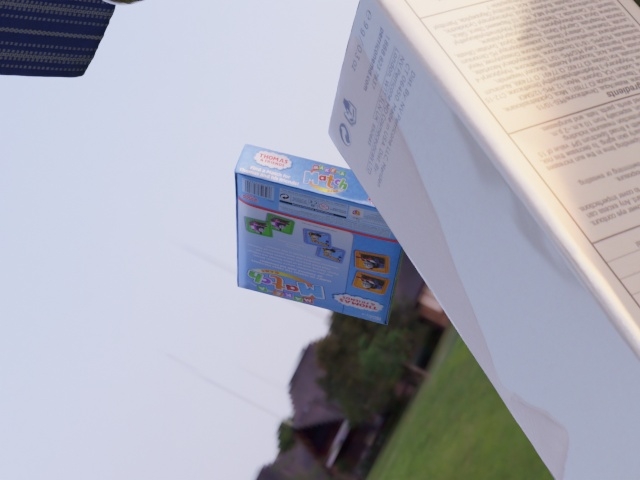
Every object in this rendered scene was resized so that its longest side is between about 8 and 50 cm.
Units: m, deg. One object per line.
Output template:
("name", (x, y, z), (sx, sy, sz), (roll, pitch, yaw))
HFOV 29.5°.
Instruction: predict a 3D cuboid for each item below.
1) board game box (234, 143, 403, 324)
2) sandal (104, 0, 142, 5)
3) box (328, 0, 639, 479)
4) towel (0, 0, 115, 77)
("board game box", (0.000, 0.000, 1.151), (0.211, 0.160, 0.039), (96, -171, -58))
("sandal", (-0.049, -0.151, 0.346), (0.072, 0.049, 0.180), (-48, -30, -57))
("box", (0.142, -0.001, 0.612), (0.148, 0.311, 0.121), (-16, -33, -23))
("towel", (-0.331, -0.341, 1.452), (0.243, 0.040, 0.336), (-3, -46, -43))
